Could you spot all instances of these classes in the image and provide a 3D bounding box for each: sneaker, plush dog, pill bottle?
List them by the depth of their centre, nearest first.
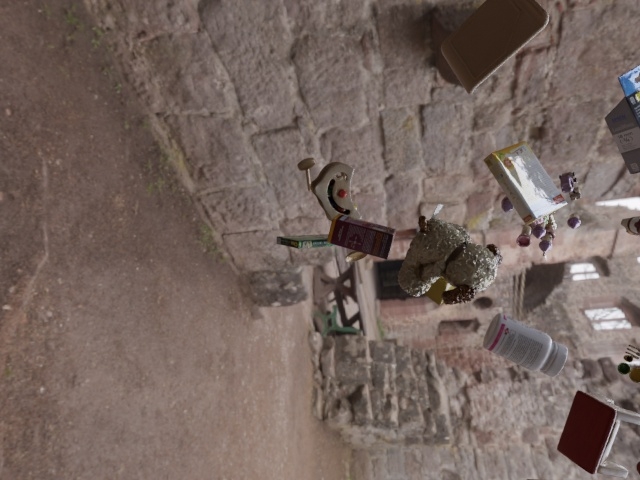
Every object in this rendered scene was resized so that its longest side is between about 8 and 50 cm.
[{"bbox_3d":[0.352,0.045,1.233,0.262,0.225,0.210,-44,148,-19],"label":"plush dog"},{"bbox_3d":[0.988,-0.040,1.442,0.186,0.084,0.069,16,94,-40],"label":"sneaker"},{"bbox_3d":[0.817,0.422,1.892,0.160,0.283,0.160,-59,166,-25],"label":"pill bottle"}]

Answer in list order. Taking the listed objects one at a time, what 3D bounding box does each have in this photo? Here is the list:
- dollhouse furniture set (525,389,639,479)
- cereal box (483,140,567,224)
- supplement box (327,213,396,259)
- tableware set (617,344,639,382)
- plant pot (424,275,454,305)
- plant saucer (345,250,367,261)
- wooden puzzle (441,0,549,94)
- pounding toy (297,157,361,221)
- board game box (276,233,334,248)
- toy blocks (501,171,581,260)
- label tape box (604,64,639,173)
[{"bbox_3d":[0.370,0.421,0.647,0.201,0.152,0.373,25,-80,65],"label":"dollhouse furniture set"},{"bbox_3d":[0.627,-0.179,1.444,0.240,0.173,0.047,62,-30,11],"label":"cereal box"},{"bbox_3d":[0.127,-0.014,1.433,0.104,0.188,0.080,-41,145,-73],"label":"supplement box"},{"bbox_3d":[0.998,0.395,1.445,0.103,0.154,0.024,-64,173,1],"label":"tableware set"},{"bbox_3d":[0.379,0.137,1.495,0.081,0.081,0.083,-37,154,-33],"label":"plant pot"},{"bbox_3d":[0.126,0.052,1.677,0.083,0.084,0.015,63,11,-67],"label":"plant saucer"},{"bbox_3d":[0.428,-0.510,1.183,0.044,0.239,0.220,19,42,-34],"label":"wooden puzzle"},{"bbox_3d":[0.045,-0.192,1.656,0.269,0.154,0.155,60,-5,-20],"label":"pounding toy"},{"bbox_3d":[0.000,0.000,1.566,0.136,0.260,0.030,14,-76,54],"label":"board game box"},{"bbox_3d":[0.992,-0.100,2.102,0.288,0.309,0.260,60,41,-20],"label":"toy blocks"},{"bbox_3d":[1.127,-0.437,1.648,0.333,0.241,0.106,62,-22,-5],"label":"label tape box"}]
